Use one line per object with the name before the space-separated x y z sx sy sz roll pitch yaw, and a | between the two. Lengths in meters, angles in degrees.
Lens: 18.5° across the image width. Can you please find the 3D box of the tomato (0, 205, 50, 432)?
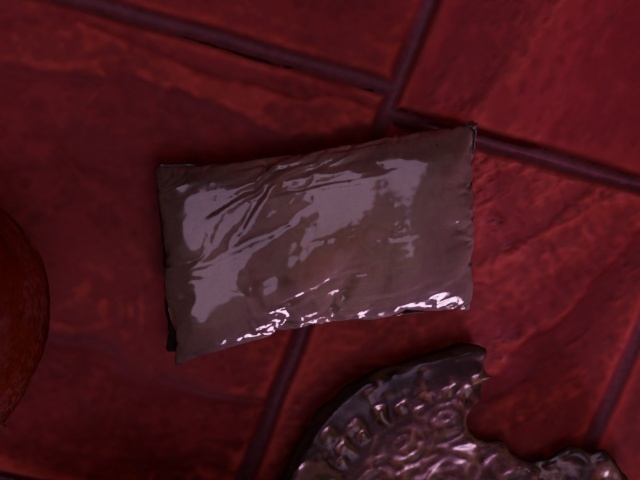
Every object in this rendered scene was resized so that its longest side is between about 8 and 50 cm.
tomato | -0.288 0.040 1.239 0.232 0.188 0.232 -8 131 -9

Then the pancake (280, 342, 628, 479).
pancake | 0.104 0.205 1.496 0.288 0.033 0.286 -3 112 -13

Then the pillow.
pillow | 0.000 0.000 1.369 0.230 0.050 0.148 -10 120 -13
